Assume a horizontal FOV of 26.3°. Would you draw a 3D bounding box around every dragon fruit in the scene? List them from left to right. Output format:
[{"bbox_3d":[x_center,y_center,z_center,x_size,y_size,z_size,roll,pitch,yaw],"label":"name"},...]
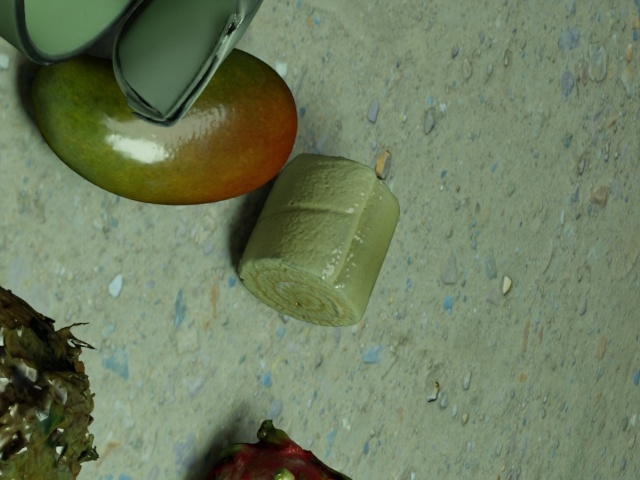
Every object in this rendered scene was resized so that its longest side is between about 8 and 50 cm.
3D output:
[{"bbox_3d":[-0.039,0.278,1.414,0.160,0.172,0.166,-8,104,-54],"label":"dragon fruit"}]

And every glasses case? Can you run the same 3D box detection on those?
[{"bbox_3d":[-0.092,-0.226,1.174,0.083,0.128,0.308,39,35,-16],"label":"glasses case"}]

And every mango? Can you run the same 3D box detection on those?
[{"bbox_3d":[-0.129,-0.102,1.232,0.289,0.129,0.146,-12,122,-44],"label":"mango"}]

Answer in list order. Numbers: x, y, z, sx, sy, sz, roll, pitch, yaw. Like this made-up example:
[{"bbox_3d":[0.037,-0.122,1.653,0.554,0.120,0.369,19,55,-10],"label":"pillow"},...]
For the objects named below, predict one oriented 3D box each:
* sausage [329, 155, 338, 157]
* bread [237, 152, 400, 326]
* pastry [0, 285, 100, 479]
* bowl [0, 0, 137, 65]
[{"bbox_3d":[0.014,-0.040,1.532,0.031,0.031,0.107,-34,127,-46],"label":"sausage"},{"bbox_3d":[0.000,0.000,1.433,0.141,0.134,0.148,-67,154,-24],"label":"bread"},{"bbox_3d":[-0.276,0.145,1.023,0.275,0.193,0.275,-23,118,-52],"label":"pastry"},{"bbox_3d":[-0.194,-0.322,0.970,0.354,0.185,0.354,-61,176,-8],"label":"bowl"}]
